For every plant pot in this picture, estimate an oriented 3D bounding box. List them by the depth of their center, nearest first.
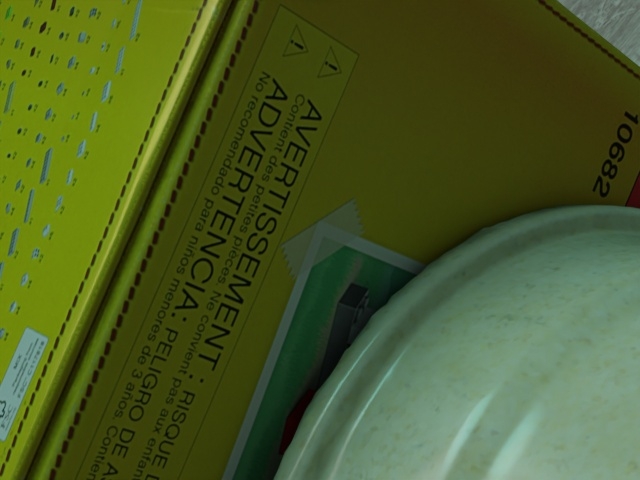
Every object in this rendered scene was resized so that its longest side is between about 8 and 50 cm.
[{"bbox_3d":[0.191,0.161,0.440,0.305,0.334,0.334,6,57,53],"label":"plant pot"}]

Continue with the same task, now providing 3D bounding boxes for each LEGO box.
[{"bbox_3d":[-0.029,0.127,0.610,0.193,0.372,0.500,18,83,49],"label":"LEGO box"}]
